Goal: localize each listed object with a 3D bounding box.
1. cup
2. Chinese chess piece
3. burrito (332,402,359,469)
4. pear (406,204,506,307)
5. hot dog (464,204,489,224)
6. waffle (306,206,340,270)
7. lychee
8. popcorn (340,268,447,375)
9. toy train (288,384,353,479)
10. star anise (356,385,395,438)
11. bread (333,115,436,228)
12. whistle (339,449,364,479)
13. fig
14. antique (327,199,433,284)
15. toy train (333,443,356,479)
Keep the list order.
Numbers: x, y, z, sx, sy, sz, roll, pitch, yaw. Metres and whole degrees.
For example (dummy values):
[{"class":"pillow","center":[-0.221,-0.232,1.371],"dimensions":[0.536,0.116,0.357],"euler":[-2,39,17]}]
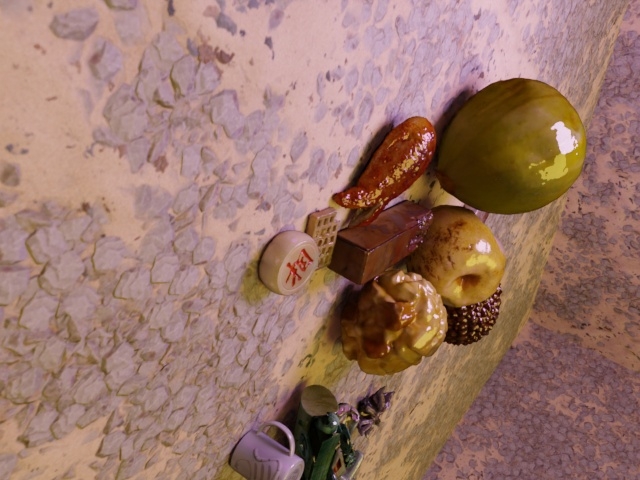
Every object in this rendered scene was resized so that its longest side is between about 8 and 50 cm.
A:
[{"class":"cup","center":[-0.112,0.466,1.168],"dimensions":[0.099,0.133,0.135],"euler":[-34,139,-46]},{"class":"Chinese chess piece","center":[-0.056,0.041,0.989],"dimensions":[0.122,0.051,0.122],"euler":[-38,143,-36]},{"class":"burrito","center":[0.013,0.584,1.517],"dimensions":[0.096,0.066,0.308],"euler":[18,102,-23]},{"class":"pear","center":[0.344,0.033,1.411],"dimensions":[0.271,0.271,0.271],"euler":[-38,142,-37]},{"class":"hot dog","center":[0.463,-0.051,1.715],"dimensions":[0.252,0.069,0.131],"euler":[-59,141,-12]},{"class":"waffle","center":[0.000,0.000,1.075],"dimensions":[0.092,0.021,0.134],"euler":[-20,131,-48]},{"class":"lychee","center":[0.413,0.176,1.612],"dimensions":[0.267,0.268,0.267],"euler":[-38,142,-37]},{"class":"popcorn","center":[0.175,0.207,1.321],"dimensions":[0.265,0.225,0.332],"euler":[-46,165,-3]},{"class":"toy train","center":[-0.027,0.487,1.296],"dimensions":[0.127,0.189,0.307],"euler":[-9,129,-28]},{"class":"star anise","center":[0.167,0.533,1.730],"dimensions":[0.180,0.061,0.205],"euler":[-56,147,0]},{"class":"bread","center":[0.143,-0.135,1.116],"dimensions":[0.268,0.095,0.139],"euler":[-52,142,-10]},{"class":"whistle","center":[0.060,0.774,1.729],"dimensions":[0.092,0.110,0.244],"euler":[35,84,-26]},{"class":"fig","center":[0.446,-0.208,1.322],"dimensions":[0.343,0.344,0.343],"euler":[-38,142,-37]},{"class":"antique","center":[0.146,-0.006,1.225],"dimensions":[0.310,0.093,0.087],"euler":[-26,134,-47]},{"class":"toy train","center":[0.045,0.650,1.631],"dimensions":[0.118,0.074,0.175],"euler":[-40,145,-24]}]
